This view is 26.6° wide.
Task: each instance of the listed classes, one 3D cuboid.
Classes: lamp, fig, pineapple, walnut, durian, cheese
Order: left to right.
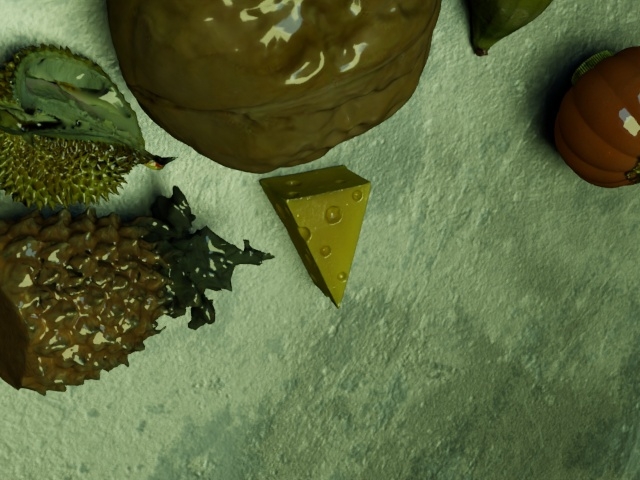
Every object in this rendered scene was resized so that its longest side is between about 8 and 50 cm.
[{"bbox_3d":[-0.300,-0.113,1.594,0.237,0.193,0.138,28,127,-31],"label":"durian"},{"bbox_3d":[-0.238,0.042,1.659,0.357,0.223,0.223,-18,115,-27],"label":"pineapple"},{"bbox_3d":[-0.046,-0.266,1.566,0.397,0.308,0.354,-24,150,-15],"label":"walnut"},{"bbox_3d":[0.000,0.000,1.804,0.126,0.093,0.171,-13,115,-21],"label":"cheese"},{"bbox_3d":[0.251,-0.338,1.800,0.126,0.133,0.185,-44,160,-22],"label":"fig"},{"bbox_3d":[0.432,-0.170,1.881,0.223,0.196,0.223,-26,155,-13],"label":"lamp"}]
